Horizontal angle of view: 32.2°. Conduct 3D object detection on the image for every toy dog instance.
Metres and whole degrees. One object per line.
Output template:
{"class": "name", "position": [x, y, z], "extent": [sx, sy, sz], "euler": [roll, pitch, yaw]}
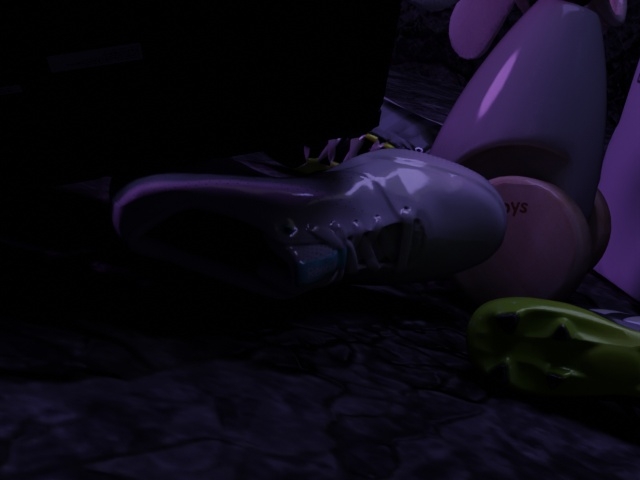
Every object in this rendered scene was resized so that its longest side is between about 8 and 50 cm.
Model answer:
{"class": "toy dog", "position": [0.102, -0.109, 0.709], "extent": [0.161, 0.333, 0.220], "euler": [3, -18, 20]}

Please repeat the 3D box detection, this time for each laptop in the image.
{"class": "laptop", "position": [-0.096, -0.103, 0.519], "extent": [0.234, 0.136, 0.264], "euler": [-11, -20, -6]}

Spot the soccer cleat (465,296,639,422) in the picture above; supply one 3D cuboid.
{"class": "soccer cleat", "position": [0.156, 0.060, 0.511], "extent": [0.179, 0.060, 0.072], "euler": [16, 11, 14]}

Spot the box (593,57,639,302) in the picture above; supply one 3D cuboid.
{"class": "box", "position": [0.293, -0.035, 0.801], "extent": [0.119, 0.181, 0.182], "euler": [12, 13, -12]}

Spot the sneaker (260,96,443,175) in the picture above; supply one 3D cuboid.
{"class": "sneaker", "position": [0.056, -0.074, 0.905], "extent": [0.235, 0.084, 0.097], "euler": [14, 14, -9]}

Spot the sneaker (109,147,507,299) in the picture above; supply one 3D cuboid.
{"class": "sneaker", "position": [0.000, 0.000, 0.563], "extent": [0.212, 0.080, 0.094], "euler": [3, 22, -12]}
